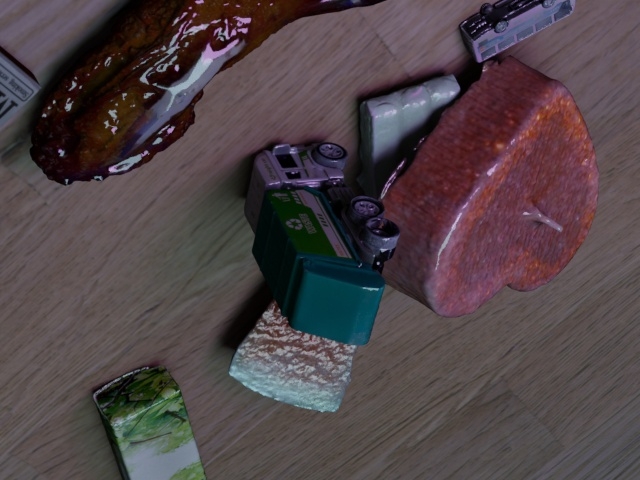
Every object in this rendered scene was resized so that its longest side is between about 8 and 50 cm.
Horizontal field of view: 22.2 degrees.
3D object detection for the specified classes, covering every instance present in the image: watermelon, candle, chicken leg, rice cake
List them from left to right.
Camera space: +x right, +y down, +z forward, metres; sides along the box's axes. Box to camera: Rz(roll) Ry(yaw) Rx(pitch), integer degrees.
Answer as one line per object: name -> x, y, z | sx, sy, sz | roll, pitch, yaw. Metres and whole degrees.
chicken leg -> -0.107, -0.185, 1.595 | 0.407, 0.096, 0.158 | -33, 142, -6
watermelon -> -0.008, 0.073, 1.907 | 0.154, 0.094, 0.241 | 13, 119, -28
rice cake -> 0.105, -0.084, 1.853 | 0.127, 0.043, 0.237 | -22, 137, -15
candle -> 0.213, -0.059, 1.834 | 0.317, 0.131, 0.287 | -13, 125, -48

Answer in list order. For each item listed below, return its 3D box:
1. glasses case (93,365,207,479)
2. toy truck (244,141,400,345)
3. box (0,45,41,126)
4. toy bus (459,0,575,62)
glasses case -> -0.196, 0.266, 1.966 | 0.095, 0.062, 0.272 | -27, 138, -17
toy truck -> 0.000, 0.000, 1.709 | 0.124, 0.253, 0.114 | -3, 129, -24
box -> -0.355, -0.155, 1.502 | 0.115, 0.036, 0.177 | -41, 138, 7
toy bus -> 0.217, -0.244, 1.786 | 0.131, 0.037, 0.052 | -28, 140, -6
